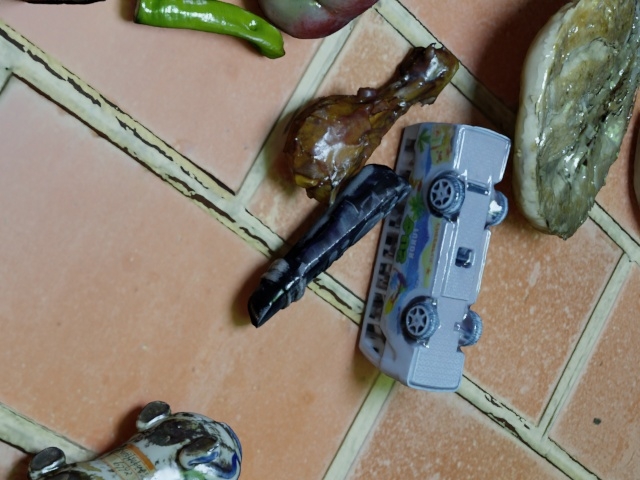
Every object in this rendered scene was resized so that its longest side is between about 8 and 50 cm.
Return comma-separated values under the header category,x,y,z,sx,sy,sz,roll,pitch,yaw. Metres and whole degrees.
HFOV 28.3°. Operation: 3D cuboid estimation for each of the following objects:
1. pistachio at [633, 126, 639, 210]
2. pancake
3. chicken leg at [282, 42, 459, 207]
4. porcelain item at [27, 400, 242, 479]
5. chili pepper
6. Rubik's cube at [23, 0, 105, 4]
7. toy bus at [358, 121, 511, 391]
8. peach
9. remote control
category,x,y,z,sx,sy,sz,roll,pitch,yaw
pistachio,0.534,-0.095,1.889,0.144,0.144,0.215,-15,102,-35
pancake,0.350,-0.191,1.693,0.387,0.082,0.387,-42,144,-42
chicken leg,0.063,-0.152,1.544,0.304,0.093,0.113,-37,137,-36
porcelain item,-0.210,0.301,1.395,0.288,0.138,0.186,-26,131,-37
chili pepper,-0.114,-0.240,1.396,0.201,0.052,0.050,9,107,-38
Rubik's cube,-0.287,-0.324,1.167,0.183,0.180,0.167,18,87,-41
toy bus,0.140,0.018,1.595,0.109,0.136,0.330,12,91,-42
peach,0.011,-0.301,1.436,0.152,0.152,0.152,-8,104,-37
remote control,0.000,0.000,1.525,0.266,0.066,0.090,-43,165,-21
